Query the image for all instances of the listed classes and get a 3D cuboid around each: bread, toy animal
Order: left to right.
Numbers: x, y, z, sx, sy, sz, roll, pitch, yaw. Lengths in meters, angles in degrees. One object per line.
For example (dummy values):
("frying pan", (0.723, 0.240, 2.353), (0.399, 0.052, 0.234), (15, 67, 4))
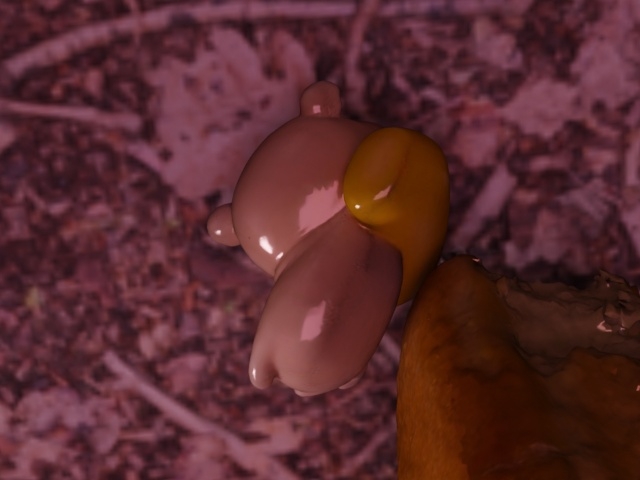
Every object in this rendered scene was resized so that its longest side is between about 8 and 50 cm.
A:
("toy animal", (0.000, 0.000, 0.528), (0.082, 0.091, 0.114), (25, 93, 20))
("bread", (0.088, 0.123, 0.471), (0.121, 0.245, 0.174), (-9, 127, 3))
